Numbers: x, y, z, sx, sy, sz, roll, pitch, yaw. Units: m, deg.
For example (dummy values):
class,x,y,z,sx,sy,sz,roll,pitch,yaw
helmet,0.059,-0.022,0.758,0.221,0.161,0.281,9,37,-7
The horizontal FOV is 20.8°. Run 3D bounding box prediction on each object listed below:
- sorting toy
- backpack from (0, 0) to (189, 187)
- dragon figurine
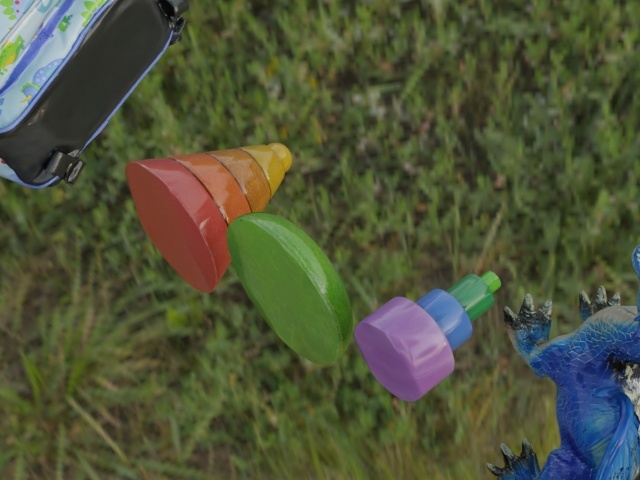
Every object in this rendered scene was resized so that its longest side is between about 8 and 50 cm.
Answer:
class,x,y,z,sx,sy,sz,roll,pitch,yaw
sorting toy,0.000,0.000,1.307,0.126,0.127,0.365,-35,38,-23
backpack,-0.134,-0.091,0.706,0.114,0.084,0.105,24,70,31
dragon figurine,0.158,0.112,0.897,0.085,0.289,0.144,-3,17,-23
